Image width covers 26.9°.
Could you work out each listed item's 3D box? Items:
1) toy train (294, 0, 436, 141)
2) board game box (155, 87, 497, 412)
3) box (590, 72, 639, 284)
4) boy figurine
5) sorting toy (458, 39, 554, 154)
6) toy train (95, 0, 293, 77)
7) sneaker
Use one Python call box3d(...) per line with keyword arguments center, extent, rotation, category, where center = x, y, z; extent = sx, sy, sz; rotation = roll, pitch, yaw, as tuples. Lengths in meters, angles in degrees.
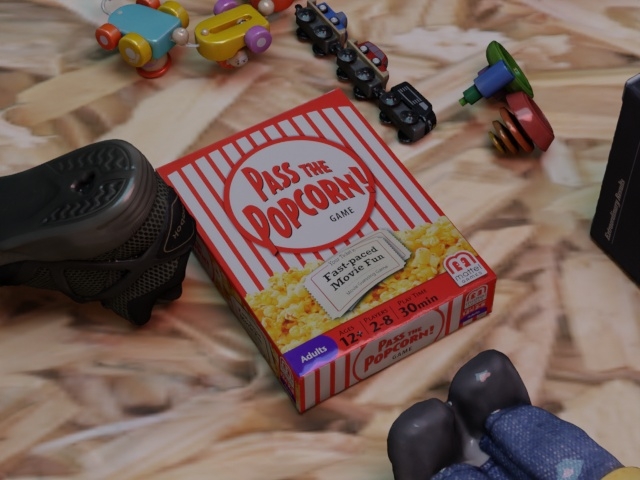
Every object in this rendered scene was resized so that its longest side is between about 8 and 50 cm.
box3d(center=(0.032, -0.130, 0.990), extent=(0.036, 0.027, 0.158), rotation=(-28, 58, -23), category="toy train")
box3d(center=(0.000, 0.000, 0.881), extent=(0.147, 0.045, 0.193), rotation=(-26, 57, -18), category="board game box")
box3d(center=(0.277, -0.006, 0.815), extent=(0.108, 0.153, 0.207), rotation=(-27, 58, -18), category="box")
box3d(center=(0.147, 0.168, 0.670), extent=(0.177, 0.092, 0.285), rotation=(-33, 35, -16), category="boy figurine")
box3d(center=(0.128, -0.099, 0.957), extent=(0.042, 0.061, 0.102), rotation=(-35, 44, 18), category="sorting toy")
box3d(center=(-0.088, -0.169, 1.014), extent=(0.166, 0.046, 0.125), rotation=(-7, 44, -2), category="toy train")
box3d(center=(-0.175, 0.010, 0.863), extent=(0.228, 0.130, 0.087), rotation=(-12, 54, 27), category="sneaker")
